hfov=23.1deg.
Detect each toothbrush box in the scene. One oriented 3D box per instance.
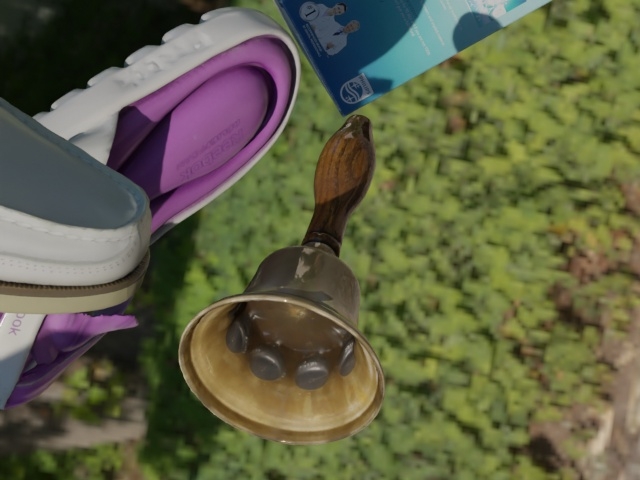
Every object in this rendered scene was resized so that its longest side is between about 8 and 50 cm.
[{"bbox_3d":[0.100,-0.262,1.403,0.126,0.295,0.216,59,-178,-25],"label":"toothbrush box"}]

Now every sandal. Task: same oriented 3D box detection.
[{"bbox_3d":[-0.147,0.007,0.953,0.416,0.102,0.169,-47,-33,-19],"label":"sandal"}]

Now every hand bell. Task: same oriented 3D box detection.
[{"bbox_3d":[0.000,0.000,1.014,0.242,0.126,0.126,-73,6,-46],"label":"hand bell"}]

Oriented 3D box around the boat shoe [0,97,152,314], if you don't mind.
[{"bbox_3d":[-0.206,-0.064,0.661,0.113,0.302,0.103,-83,16,-64],"label":"boat shoe"}]
